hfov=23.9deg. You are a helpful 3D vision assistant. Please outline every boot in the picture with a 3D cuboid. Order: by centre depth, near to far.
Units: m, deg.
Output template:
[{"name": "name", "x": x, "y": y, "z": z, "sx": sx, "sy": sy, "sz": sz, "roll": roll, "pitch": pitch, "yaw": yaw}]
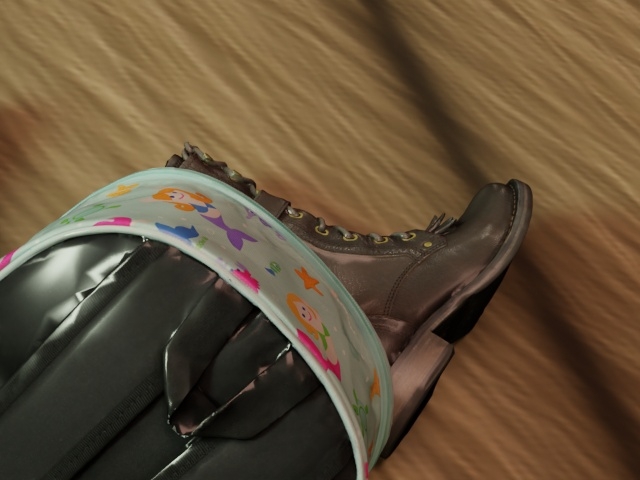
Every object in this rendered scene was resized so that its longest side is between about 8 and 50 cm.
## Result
[{"name": "boot", "x": 0.000, "y": 0.000, "z": 0.988, "sx": 0.229, "sy": 0.091, "sz": 0.263, "roll": 31, "pitch": 50, "yaw": 8}]

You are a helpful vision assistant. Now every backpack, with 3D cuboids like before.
[{"name": "backpack", "x": -0.091, "y": 0.093, "z": 0.745, "sx": 0.225, "sy": 0.253, "sz": 0.191, "roll": 46, "pitch": 25, "yaw": -4}]
